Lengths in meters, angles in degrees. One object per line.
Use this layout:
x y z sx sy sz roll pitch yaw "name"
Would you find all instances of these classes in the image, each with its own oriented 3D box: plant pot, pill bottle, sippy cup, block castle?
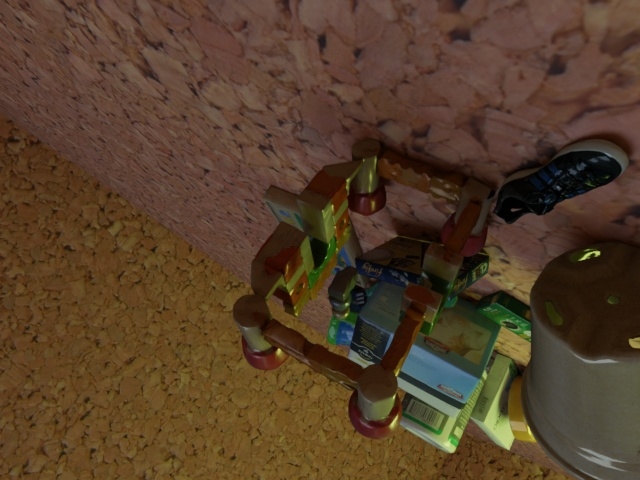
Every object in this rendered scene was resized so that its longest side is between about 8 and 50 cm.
0.727 0.544 1.452 0.188 0.205 0.205 -6 141 39 "plant pot"
0.405 0.464 1.466 0.204 0.361 0.204 29 162 10 "pill bottle"
0.480 0.182 0.734 0.334 0.334 0.305 14 144 44 "plant pot"
0.167 0.310 1.719 0.224 0.305 0.240 17 116 14 "sippy cup"
0.083 0.064 0.798 0.303 0.453 0.213 24 152 20 "block castle"

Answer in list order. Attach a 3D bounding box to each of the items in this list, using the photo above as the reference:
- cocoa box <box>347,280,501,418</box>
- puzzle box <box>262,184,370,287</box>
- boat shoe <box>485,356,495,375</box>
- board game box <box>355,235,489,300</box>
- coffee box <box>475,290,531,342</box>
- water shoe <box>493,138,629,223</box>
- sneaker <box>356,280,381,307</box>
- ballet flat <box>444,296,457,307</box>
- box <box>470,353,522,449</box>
0.288 0.277 1.286 0.347 0.231 0.228 26 138 19 "cocoa box"
0.000 0.000 1.417 0.272 0.052 0.409 24 161 27 "puzzle box"
0.599 0.455 1.615 0.170 0.059 0.063 37 162 -14 "boat shoe"
0.223 0.054 1.017 0.243 0.165 0.042 15 119 44 "board game box"
0.493 0.196 1.130 0.184 0.040 0.113 30 162 4 "coffee box"
0.327 -0.069 0.635 0.073 0.080 0.203 34 162 -7 "water shoe"
0.220 0.179 1.536 0.098 0.083 0.224 1 170 -33 "sneaker"
0.266 0.093 1.206 0.221 0.077 0.079 38 180 -3 "ballet flat"
0.627 0.559 1.564 0.058 0.232 0.322 16 157 44 "box"
